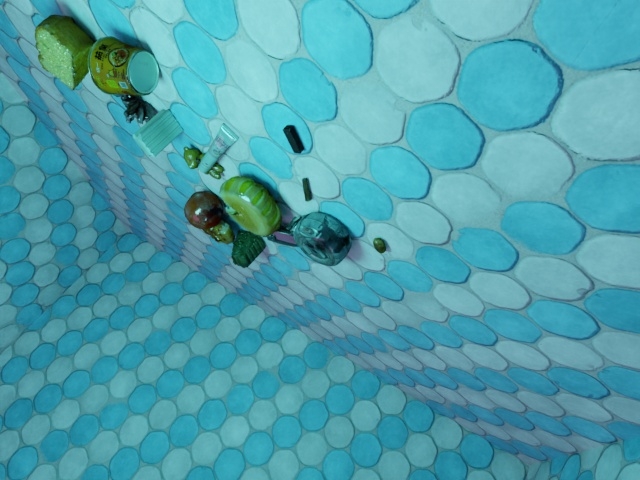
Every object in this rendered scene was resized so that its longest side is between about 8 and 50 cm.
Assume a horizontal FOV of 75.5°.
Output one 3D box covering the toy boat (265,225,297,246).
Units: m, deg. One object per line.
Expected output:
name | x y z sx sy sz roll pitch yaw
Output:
toy boat | -0.159 -0.024 2.074 0.246 0.103 0.092 14 135 13

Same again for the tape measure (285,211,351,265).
tape measure | 0.000 0.000 1.840 0.275 0.147 0.256 0 138 52

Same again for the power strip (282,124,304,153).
power strip | -0.096 -0.363 1.484 0.038 0.029 0.111 16 150 35

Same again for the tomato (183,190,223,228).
tomato | -0.633 -0.163 2.267 0.185 0.208 0.208 22 151 13

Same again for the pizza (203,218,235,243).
pizza | -0.630 -0.078 2.485 0.277 0.114 0.409 50 158 -24

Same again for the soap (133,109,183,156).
soap | -0.724 -0.481 1.851 0.067 0.198 0.119 12 145 38

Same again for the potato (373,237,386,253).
potato | 0.242 0.022 1.703 0.051 0.040 0.083 7 144 36

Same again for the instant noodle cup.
instant noodle cup | -0.745 -0.658 1.594 0.172 0.215 0.215 17 150 16

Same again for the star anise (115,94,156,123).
star anise | -0.859 -0.619 1.888 0.212 0.129 0.282 33 155 47

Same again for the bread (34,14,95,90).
bread | -1.051 -0.805 1.733 0.194 0.179 0.340 42 151 -15

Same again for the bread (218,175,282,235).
bread | -0.308 -0.161 1.926 0.333 0.160 0.333 28 155 15

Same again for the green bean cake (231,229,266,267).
green bean cake | -0.449 0.044 2.388 0.194 0.208 0.107 18 145 30

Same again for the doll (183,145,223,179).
doll | -0.569 -0.363 1.985 0.210 0.097 0.137 30 148 1

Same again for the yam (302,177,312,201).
yam | -0.056 -0.213 1.693 0.027 0.033 0.129 52 161 35

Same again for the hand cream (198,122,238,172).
hand cream | -0.456 -0.397 1.817 0.085 0.058 0.331 45 138 -11
